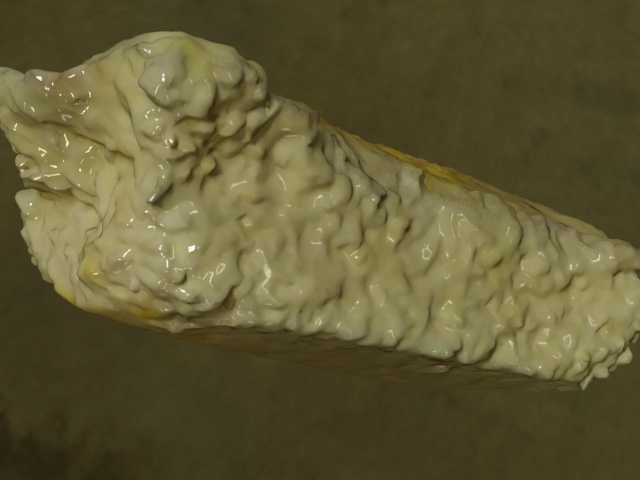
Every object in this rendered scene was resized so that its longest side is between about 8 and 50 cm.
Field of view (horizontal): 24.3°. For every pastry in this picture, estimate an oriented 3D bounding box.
[{"bbox_3d":[0.006,0.000,0.510,0.121,0.258,0.089,-7,75,43],"label":"pastry"}]
